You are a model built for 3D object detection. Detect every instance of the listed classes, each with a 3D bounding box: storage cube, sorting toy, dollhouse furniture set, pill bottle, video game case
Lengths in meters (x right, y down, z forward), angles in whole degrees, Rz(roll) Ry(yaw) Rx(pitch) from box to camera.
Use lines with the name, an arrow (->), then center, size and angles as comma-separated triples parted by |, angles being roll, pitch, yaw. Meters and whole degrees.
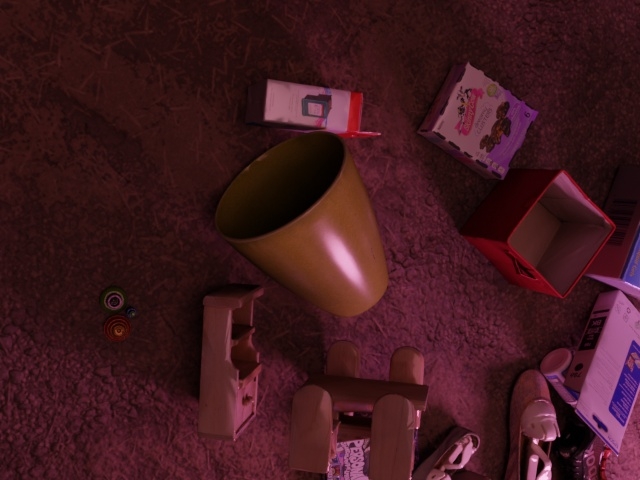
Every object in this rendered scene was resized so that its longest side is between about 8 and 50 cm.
storage cube -> 0.438, -0.020, 1.717 | 0.183, 0.193, 0.215 | 42, 82, -18
sorting toy -> -0.365, 0.134, 1.522 | 0.061, 0.042, 0.102 | -9, 98, -19
dollhouse furniture set -> -0.003, 0.228, 1.507 | 0.394, 0.362, 0.257 | 4, 96, 10
pill bottle -> 0.553, 0.311, 1.850 | 0.078, 0.078, 0.137 | -43, 108, -11
video game case -> 0.103, 0.463, 1.721 | 0.210, 0.042, 0.232 | -6, 97, -21

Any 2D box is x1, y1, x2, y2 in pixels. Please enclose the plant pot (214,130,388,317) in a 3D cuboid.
plant pot -> 0.000, 0.000, 1.544 | 0.275, 0.275, 0.293 | -43, 123, -11

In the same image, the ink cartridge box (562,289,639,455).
ink cartridge box -> 0.623, 0.283, 1.818 | 0.165, 0.065, 0.333 | 46, 55, -18

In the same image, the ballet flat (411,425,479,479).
ballet flat -> 0.254, 0.470, 1.735 | 0.213, 0.068, 0.072 | -43, 117, -28

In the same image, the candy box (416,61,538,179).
candy box -> 0.322, -0.243, 1.719 | 0.196, 0.070, 0.165 | 30, 85, -20

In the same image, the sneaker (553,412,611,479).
sneaker -> 0.576, 0.506, 1.867 | 0.135, 0.097, 0.276 | 11, 89, -21

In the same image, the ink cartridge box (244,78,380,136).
ink cartridge box -> -0.012, -0.242, 1.565 | 0.231, 0.134, 0.078 | 4, 93, -21

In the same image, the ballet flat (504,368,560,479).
ballet flat -> 0.467, 0.442, 1.816 | 0.107, 0.106, 0.316 | 2, 94, -20

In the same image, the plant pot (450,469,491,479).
plant pot -> 0.315, 0.550, 1.776 | 0.096, 0.109, 0.109 | -27, 103, -27

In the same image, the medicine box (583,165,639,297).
medicine box -> 0.769, 0.008, 1.862 | 0.289, 0.149, 0.264 | 22, 88, -19
